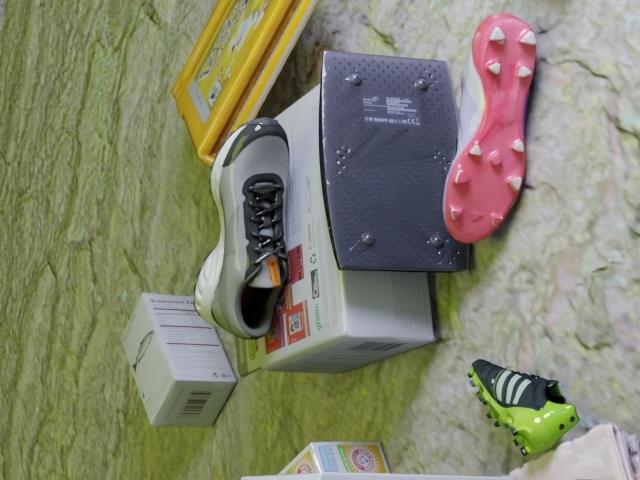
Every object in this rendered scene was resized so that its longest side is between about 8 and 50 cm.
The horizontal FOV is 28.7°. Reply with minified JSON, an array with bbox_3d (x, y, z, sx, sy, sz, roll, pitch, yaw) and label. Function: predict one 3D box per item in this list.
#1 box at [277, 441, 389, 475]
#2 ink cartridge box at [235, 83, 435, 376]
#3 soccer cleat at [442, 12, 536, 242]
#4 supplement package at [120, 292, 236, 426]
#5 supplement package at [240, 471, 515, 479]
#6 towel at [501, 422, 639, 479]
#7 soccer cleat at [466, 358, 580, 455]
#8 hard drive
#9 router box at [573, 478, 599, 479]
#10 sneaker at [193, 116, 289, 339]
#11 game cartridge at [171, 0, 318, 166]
[{"bbox_3d":[-0.003,0.339,1.523,0.203,0.103,0.114,-49,47,42],"label":"box"},{"bbox_3d":[0.000,0.000,1.548,0.272,0.130,0.309,-27,63,55],"label":"ink cartridge box"},{"bbox_3d":[0.180,-0.121,1.353,0.095,0.083,0.248,-122,40,-77],"label":"soccer cleat"},{"bbox_3d":[-0.215,0.178,1.873,0.105,0.105,0.179,-62,39,32],"label":"supplement package"},{"bbox_3d":[0.058,0.294,1.203,0.134,0.244,0.139,-17,70,52],"label":"supplement package"},{"bbox_3d":[0.223,0.379,1.210,0.332,0.053,0.317,-39,52,44],"label":"towel"},{"bbox_3d":[0.206,0.162,1.279,0.060,0.072,0.179,63,175,-21],"label":"soccer cleat"},{"bbox_3d":[0.077,-0.084,1.413,0.054,0.172,0.254,140,128,-64],"label":"hard drive"},{"bbox_3d":[0.227,0.290,1.146,0.092,0.038,0.122,-36,55,45],"label":"router box"},{"bbox_3d":[-0.073,-0.011,1.465,0.108,0.100,0.271,31,118,48],"label":"sneaker"},{"bbox_3d":[-0.111,-0.274,1.721,0.285,0.053,0.323,-60,24,13],"label":"game cartridge"}]
